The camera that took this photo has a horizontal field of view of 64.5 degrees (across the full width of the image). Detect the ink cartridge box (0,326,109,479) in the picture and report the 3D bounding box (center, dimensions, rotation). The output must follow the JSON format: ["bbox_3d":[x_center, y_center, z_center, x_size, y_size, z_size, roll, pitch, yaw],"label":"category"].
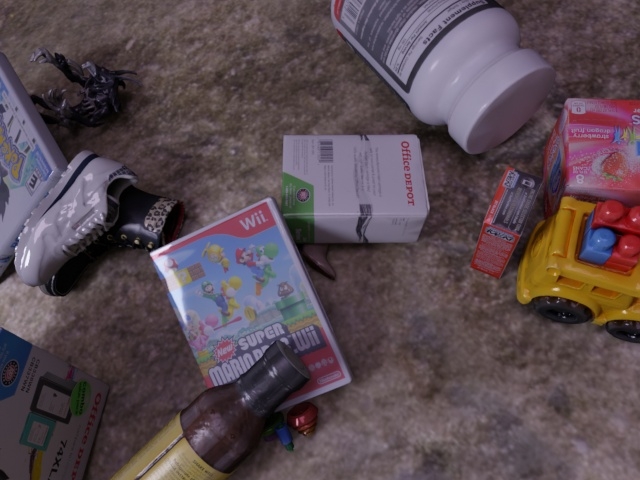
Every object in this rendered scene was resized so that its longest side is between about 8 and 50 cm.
[{"bbox_3d":[-0.453,0.245,0.665,0.197,0.270,0.198,2,61,9],"label":"ink cartridge box"}]

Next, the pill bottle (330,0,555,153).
[{"bbox_3d":[0.194,-0.328,0.851,0.210,0.210,0.363,-33,67,-6],"label":"pill bottle"}]

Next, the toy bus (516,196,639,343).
[{"bbox_3d":[0.398,0.026,0.668,0.220,0.211,0.150,17,69,14],"label":"toy bus"}]

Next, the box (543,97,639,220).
[{"bbox_3d":[0.498,-0.099,0.741,0.299,0.142,0.154,5,68,11],"label":"box"}]

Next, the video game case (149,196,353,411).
[{"bbox_3d":[-0.101,0.107,0.733,0.203,0.025,0.285,-24,89,9],"label":"video game case"}]

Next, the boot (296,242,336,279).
[{"bbox_3d":[0.000,0.000,0.834,0.118,0.042,0.087,35,71,16],"label":"boot"}]

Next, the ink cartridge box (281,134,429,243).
[{"bbox_3d":[0.049,-0.082,0.809,0.219,0.093,0.160,0,61,-1],"label":"ink cartridge box"}]

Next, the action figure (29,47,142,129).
[{"bbox_3d":[-0.492,-0.275,0.975,0.275,0.141,0.164,-33,60,-3],"label":"action figure"}]

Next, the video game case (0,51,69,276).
[{"bbox_3d":[-0.594,-0.128,0.909,0.300,0.036,0.329,-46,67,18],"label":"video game case"}]

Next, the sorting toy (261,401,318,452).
[{"bbox_3d":[-0.047,0.271,0.724,0.101,0.061,0.042,-21,100,7],"label":"sorting toy"}]

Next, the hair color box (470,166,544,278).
[{"bbox_3d":[0.263,-0.020,0.730,0.053,0.167,0.093,23,72,17],"label":"hair color box"}]

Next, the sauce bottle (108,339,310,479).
[{"bbox_3d":[-0.158,0.276,0.677,0.344,0.111,0.111,-42,67,1],"label":"sauce bottle"}]

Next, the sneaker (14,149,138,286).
[{"bbox_3d":[-0.382,-0.029,0.796,0.094,0.090,0.235,24,75,0],"label":"sneaker"}]

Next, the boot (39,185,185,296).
[{"bbox_3d":[-0.353,0.003,0.864,0.178,0.085,0.237,17,72,12],"label":"boot"}]
